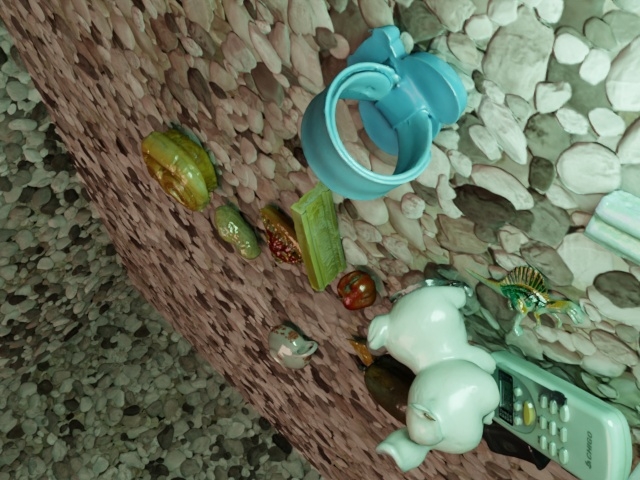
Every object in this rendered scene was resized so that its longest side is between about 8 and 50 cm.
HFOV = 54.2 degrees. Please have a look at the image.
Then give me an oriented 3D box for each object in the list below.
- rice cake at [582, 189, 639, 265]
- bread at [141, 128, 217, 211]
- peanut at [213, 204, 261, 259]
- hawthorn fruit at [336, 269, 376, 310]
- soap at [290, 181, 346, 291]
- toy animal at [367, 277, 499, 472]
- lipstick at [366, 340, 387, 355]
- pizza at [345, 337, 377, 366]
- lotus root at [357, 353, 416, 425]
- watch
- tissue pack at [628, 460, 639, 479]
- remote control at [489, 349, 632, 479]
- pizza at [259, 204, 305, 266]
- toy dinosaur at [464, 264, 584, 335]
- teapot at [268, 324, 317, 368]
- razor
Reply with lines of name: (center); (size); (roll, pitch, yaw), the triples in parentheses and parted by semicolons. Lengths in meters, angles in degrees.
rice cake: (0.411, 0.016, 0.703); (0.226, 0.040, 0.085); (34, 152, 31)
bread: (-0.373, -0.191, 1.649); (0.236, 0.120, 0.198); (36, 154, 27)
peanut: (-0.229, -0.019, 1.695); (0.174, 0.080, 0.080); (51, 156, 4)
hawthorn fruit: (0.076, 0.110, 1.351); (0.093, 0.093, 0.093); (39, 153, 24)
soap: (-0.001, 0.000, 1.319); (0.037, 0.092, 0.252); (30, 149, 33)
toy animal: (0.201, 0.236, 1.080); (0.247, 0.310, 0.183); (14, 147, -28)
lipstick: (0.160, 0.195, 1.364); (0.059, 0.059, 0.264); (45, 155, 10)
pizza: (0.107, 0.274, 1.609); (0.108, 0.026, 0.123); (36, 155, 34)
lotus root: (0.201, 0.348, 1.434); (0.241, 0.124, 0.123); (31, 148, 41)
watch: (0.067, -0.162, 0.851); (0.211, 0.193, 0.211); (36, 152, 23)
tissue pack: (0.494, 0.455, 0.940); (0.136, 0.246, 0.159); (32, 151, 36)
remote control: (0.376, 0.290, 1.025); (0.296, 0.056, 0.140); (-153, 55, -65)
pizza: (-0.095, 0.015, 1.542); (0.188, 0.062, 0.199); (47, 157, 11)
toy dinosaur: (0.313, 0.079, 0.972); (0.187, 0.044, 0.106); (53, 145, 26)
teapot: (-0.090, 0.336, 1.958); (0.245, 0.116, 0.159); (2, 117, 52)
razor: (0.395, 0.404, 1.267); (0.090, 0.054, 0.148); (57, 154, -16)
